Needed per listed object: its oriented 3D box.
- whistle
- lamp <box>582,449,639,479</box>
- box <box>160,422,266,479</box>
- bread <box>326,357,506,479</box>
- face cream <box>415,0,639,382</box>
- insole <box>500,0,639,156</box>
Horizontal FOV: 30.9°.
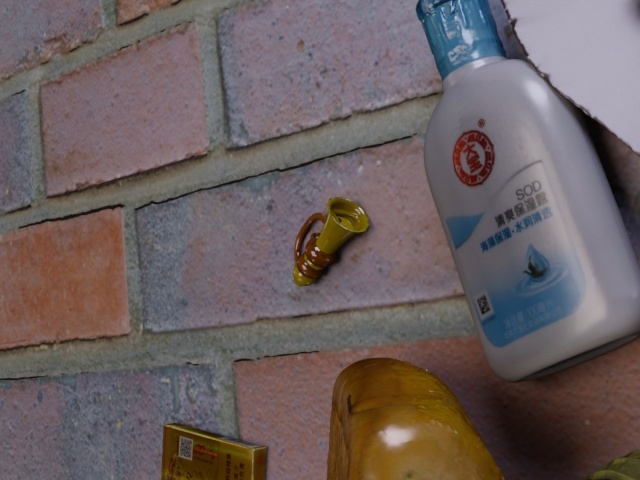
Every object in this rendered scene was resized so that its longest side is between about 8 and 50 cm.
[{"bbox_3d":[-0.003,0.000,1.149,0.057,0.046,0.109,54,131,13],"label":"whistle"},{"bbox_3d":[0.223,0.265,0.759,0.250,0.284,0.250,160,90,-74],"label":"lamp"},{"bbox_3d":[-0.120,0.256,1.271,0.156,0.022,0.089,2,90,45],"label":"box"},{"bbox_3d":[0.073,0.264,0.921,0.337,0.148,0.328,-172,89,-87],"label":"bread"},{"bbox_3d":[0.157,-0.060,0.963,0.163,0.080,0.336,-33,68,46],"label":"face cream"},{"bbox_3d":[0.244,-0.127,0.893,0.111,0.007,0.328,-35,63,-1],"label":"insole"}]
